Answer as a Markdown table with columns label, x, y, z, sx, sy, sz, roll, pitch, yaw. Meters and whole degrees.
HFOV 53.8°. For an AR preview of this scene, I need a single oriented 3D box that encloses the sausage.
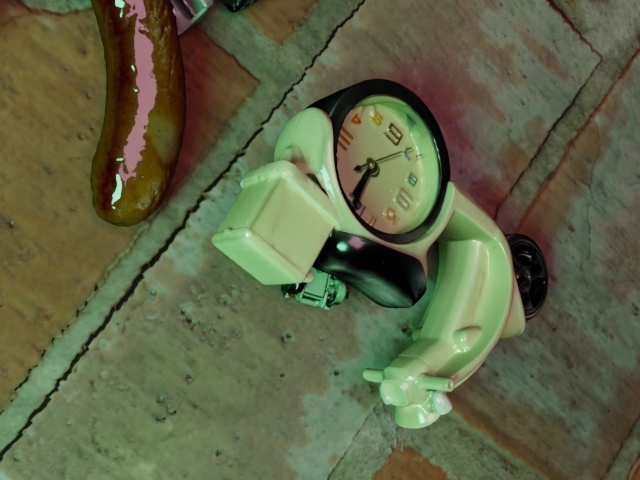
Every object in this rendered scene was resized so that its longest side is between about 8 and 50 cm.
| label | x | y | z | sx | sy | sz | roll | pitch | yaw |
| --- | --- | --- | --- | --- | --- | --- | --- | --- | --- |
| sausage | -0.181 | -0.165 | 0.600 | 0.103 | 0.076 | 0.302 | -8 | 100 | -18 |

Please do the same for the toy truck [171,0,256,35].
| label | x | y | z | sx | sy | sz | roll | pitch | yaw |
| --- | --- | --- | --- | --- | --- | --- | --- | --- | --- |
| toy truck | -0.065 | -0.329 | 0.642 | 0.286 | 0.111 | 0.136 | -38 | 102 | -13 |

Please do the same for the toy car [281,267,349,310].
| label | x | y | z | sx | sy | sz | roll | pitch | yaw |
| --- | --- | --- | --- | --- | --- | --- | --- | --- | --- |
| toy car | 0.000 | 0.000 | 0.683 | 0.073 | 0.054 | 0.143 | 18 | 79 | -33 |

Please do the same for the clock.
| label | x | y | z | sx | sy | sz | roll | pitch | yaw |
| --- | --- | --- | --- | --- | --- | --- | --- | --- | --- |
| clock | 0.090 | 0.023 | 0.653 | 0.379 | 0.120 | 0.276 | 43 | 62 | -23 |
